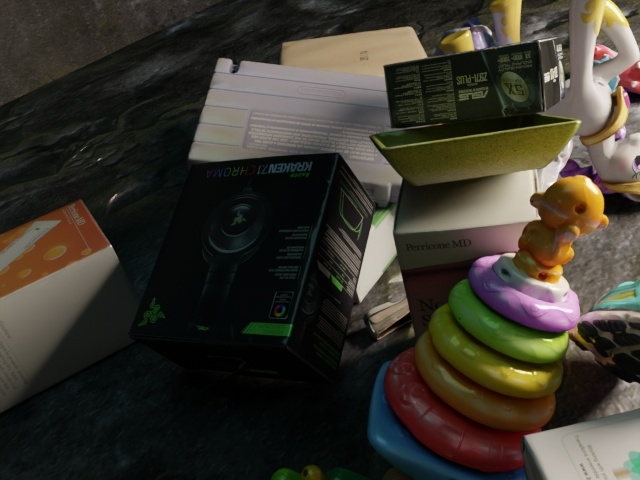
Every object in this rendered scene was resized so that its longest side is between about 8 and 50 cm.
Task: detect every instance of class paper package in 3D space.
[{"bbox_3d":[0.068,-0.295,1.380,0.309,0.168,0.325,-5,33,2],"label":"paper package"}]

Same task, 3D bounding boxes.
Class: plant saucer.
[{"bbox_3d":[0.152,-0.097,0.718,0.188,0.045,0.188,-8,12,2],"label":"plant saucer"}]

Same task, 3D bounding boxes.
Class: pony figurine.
[{"bbox_3d":[0.312,-0.164,0.982,0.350,0.364,0.303,-15,32,31],"label":"pony figurine"}]

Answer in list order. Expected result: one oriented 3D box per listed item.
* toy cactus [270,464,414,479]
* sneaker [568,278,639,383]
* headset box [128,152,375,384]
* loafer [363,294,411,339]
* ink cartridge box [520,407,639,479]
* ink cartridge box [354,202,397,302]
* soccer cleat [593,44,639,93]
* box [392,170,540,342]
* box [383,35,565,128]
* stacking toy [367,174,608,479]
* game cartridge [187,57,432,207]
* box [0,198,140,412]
[{"bbox_3d":[0.062,0.262,0.632,0.218,0.112,0.180,8,20,38],"label":"toy cactus"},{"bbox_3d":[0.310,0.073,0.650,0.107,0.275,0.110,38,92,9],"label":"sneaker"},{"bbox_3d":[-0.086,0.044,0.892,0.246,0.131,0.283,0,61,30],"label":"headset box"},{"bbox_3d":[0.120,0.095,0.903,0.125,0.045,0.039,-23,49,1],"label":"loafer"},{"bbox_3d":[0.378,0.231,0.461,0.395,0.151,0.270,-16,32,3],"label":"ink cartridge box"},{"bbox_3d":[0.000,0.000,1.052,0.212,0.093,0.154,9,39,31],"label":"ink cartridge box"},{"bbox_3d":[0.595,-0.327,1.322,0.095,0.083,0.248,5,19,-24],"label":"soccer cleat"},{"bbox_3d":[0.177,0.047,0.762,0.148,0.233,0.127,-6,32,18],"label":"box"},{"bbox_3d":[0.188,-0.189,0.816,0.180,0.078,0.147,-2,15,28],"label":"box"},{"bbox_3d":[0.171,0.075,0.627,0.175,0.302,0.166,21,24,4],"label":"stacking toy"},{"bbox_3d":[-0.007,-0.166,1.045,0.354,0.068,0.230,7,61,2],"label":"game cartridge"},{"bbox_3d":[-0.464,0.111,1.019,0.345,0.168,0.215,-28,33,-19],"label":"box"}]
